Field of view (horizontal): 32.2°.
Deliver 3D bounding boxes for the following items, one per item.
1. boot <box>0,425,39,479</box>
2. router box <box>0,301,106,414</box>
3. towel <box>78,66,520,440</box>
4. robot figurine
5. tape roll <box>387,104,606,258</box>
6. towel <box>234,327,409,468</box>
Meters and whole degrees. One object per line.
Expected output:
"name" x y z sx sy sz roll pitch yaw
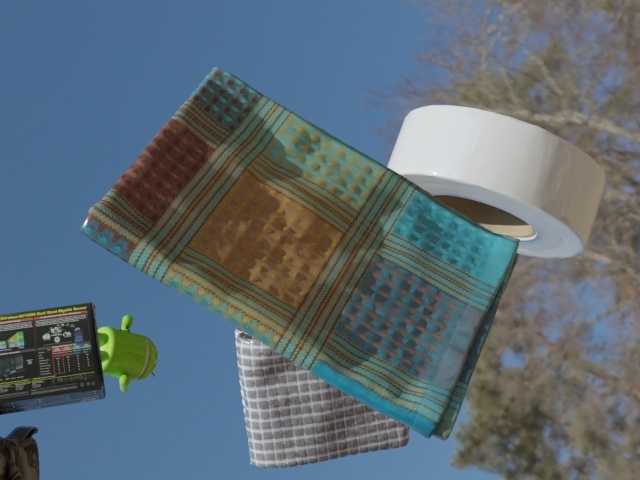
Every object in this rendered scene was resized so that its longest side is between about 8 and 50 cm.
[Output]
"boot" -0.360 0.309 1.133 0.229 0.091 0.263 61 -140 -71
"router box" -0.276 0.116 1.084 0.122 0.092 0.038 -7 -24 -11
"towel" 0.000 0.000 1.042 0.271 0.370 0.040 -59 0 -44
"robot figurine" -0.275 0.157 1.533 0.115 0.067 0.101 20 -124 -40
"tape roll" 0.228 -0.073 1.475 0.286 0.286 0.100 33 -107 -50
"towel" 0.011 0.238 1.814 0.284 0.121 0.235 -8 -78 -5
